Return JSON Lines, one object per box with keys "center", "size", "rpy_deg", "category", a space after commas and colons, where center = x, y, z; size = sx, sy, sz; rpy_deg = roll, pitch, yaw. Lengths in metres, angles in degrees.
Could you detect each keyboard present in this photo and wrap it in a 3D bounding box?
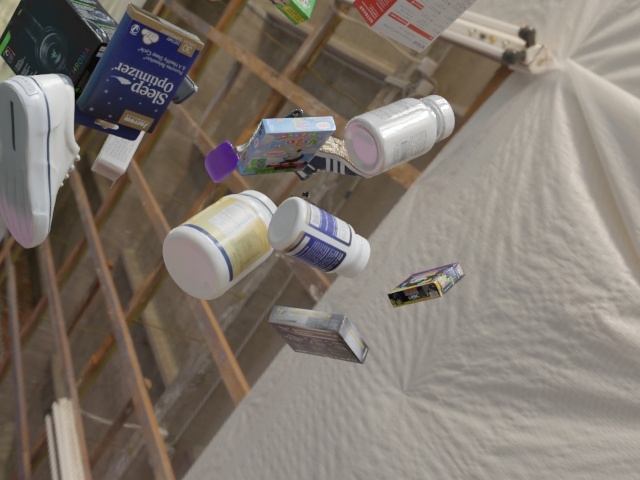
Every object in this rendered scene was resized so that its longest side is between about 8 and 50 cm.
{"center": [-0.071, -0.130, 2.292], "size": [0.180, 0.023, 0.108], "rpy_deg": [28, -83, 60], "category": "keyboard"}

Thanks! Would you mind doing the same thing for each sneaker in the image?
{"center": [-0.359, -0.097, 0.834], "size": [0.094, 0.091, 0.258], "rpy_deg": [40, -49, 18], "category": "sneaker"}
{"center": [0.029, -0.242, 2.022], "size": [0.153, 0.282, 0.099], "rpy_deg": [-41, -140, 42], "category": "sneaker"}

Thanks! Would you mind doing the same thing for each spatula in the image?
{"center": [-0.172, -0.260, 1.670], "size": [0.297, 0.030, 0.084], "rpy_deg": [-32, -103, -1], "category": "spatula"}

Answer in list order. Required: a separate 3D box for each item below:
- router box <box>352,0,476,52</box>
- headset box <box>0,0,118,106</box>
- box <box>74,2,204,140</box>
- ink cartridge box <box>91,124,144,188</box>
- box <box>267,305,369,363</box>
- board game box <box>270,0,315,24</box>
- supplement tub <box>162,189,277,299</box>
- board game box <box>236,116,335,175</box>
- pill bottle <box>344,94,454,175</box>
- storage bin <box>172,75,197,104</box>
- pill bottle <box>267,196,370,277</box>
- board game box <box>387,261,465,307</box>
{"center": [0.275, -0.617, 1.549], "size": [0.301, 0.335, 0.082], "rpy_deg": [-40, -104, 25], "category": "router box"}
{"center": [-0.620, -0.471, 1.546], "size": [0.246, 0.131, 0.283], "rpy_deg": [-46, -104, 24], "category": "headset box"}
{"center": [-0.307, -0.263, 1.061], "size": [0.225, 0.137, 0.036], "rpy_deg": [-52, -127, 21], "category": "box"}
{"center": [-0.428, -0.274, 1.461], "size": [0.261, 0.066, 0.296], "rpy_deg": [-9, -125, 65], "category": "ink cartridge box"}
{"center": [-0.006, 0.257, 1.749], "size": [0.231, 0.183, 0.056], "rpy_deg": [3, -125, 31], "category": "box"}
{"center": [-0.113, -0.595, 1.207], "size": [0.046, 0.317, 0.213], "rpy_deg": [-7, -122, 44], "category": "board game box"}
{"center": [-0.274, 0.004, 1.858], "size": [0.228, 0.228, 0.316], "rpy_deg": [-18, -165, 43], "category": "supplement tub"}
{"center": [-0.080, -0.207, 1.412], "size": [0.211, 0.160, 0.039], "rpy_deg": [137, -57, -61], "category": "board game box"}
{"center": [0.176, -0.237, 1.389], "size": [0.229, 0.131, 0.131], "rpy_deg": [-26, -157, -29], "category": "pill bottle"}
{"center": [-0.438, -0.471, 1.848], "size": [0.098, 0.091, 0.135], "rpy_deg": [-38, -123, -4], "category": "storage bin"}
{"center": [0.000, 0.000, 1.744], "size": [0.153, 0.265, 0.153], "rpy_deg": [-34, -138, 37], "category": "pill bottle"}
{"center": [0.292, 0.123, 1.767], "size": [0.170, 0.048, 0.141], "rpy_deg": [-20, -171, 44], "category": "board game box"}
